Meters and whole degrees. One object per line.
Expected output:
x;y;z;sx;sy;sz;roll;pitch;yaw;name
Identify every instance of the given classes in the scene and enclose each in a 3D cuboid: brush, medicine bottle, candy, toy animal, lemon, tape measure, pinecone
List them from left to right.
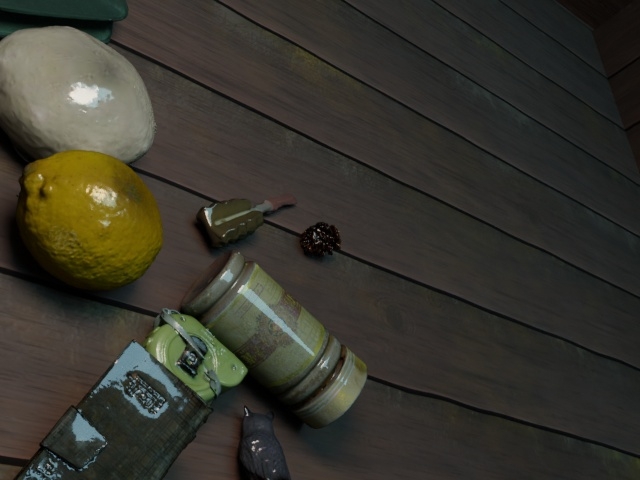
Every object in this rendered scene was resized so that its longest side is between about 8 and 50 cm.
-0.405;-0.241;1.414;0.295;0.185;0.296;24;48;-30;candy
-0.354;-0.031;1.307;0.260;0.204;0.204;45;37;-35;lemon
-0.219;0.201;1.368;0.177;0.087;0.154;45;44;-9;tape measure
-0.128;-0.057;1.670;0.084;0.071;0.301;56;33;7;brush
-0.092;0.358;1.364;0.121;0.117;0.210;14;56;-32;toy animal
-0.081;0.171;1.479;0.322;0.151;0.151;44;40;-14;medicine bottle
0.000;0.000;1.754;0.083;0.077;0.077;-24;81;-27;pinecone

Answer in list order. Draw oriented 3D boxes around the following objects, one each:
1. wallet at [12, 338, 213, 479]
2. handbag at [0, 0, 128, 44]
-0.297;0.304;1.154;0.169;0.044;0.317;46;63;-16;wallet
-0.525;-0.480;1.544;0.326;0.089;0.239;-12;71;-50;handbag
